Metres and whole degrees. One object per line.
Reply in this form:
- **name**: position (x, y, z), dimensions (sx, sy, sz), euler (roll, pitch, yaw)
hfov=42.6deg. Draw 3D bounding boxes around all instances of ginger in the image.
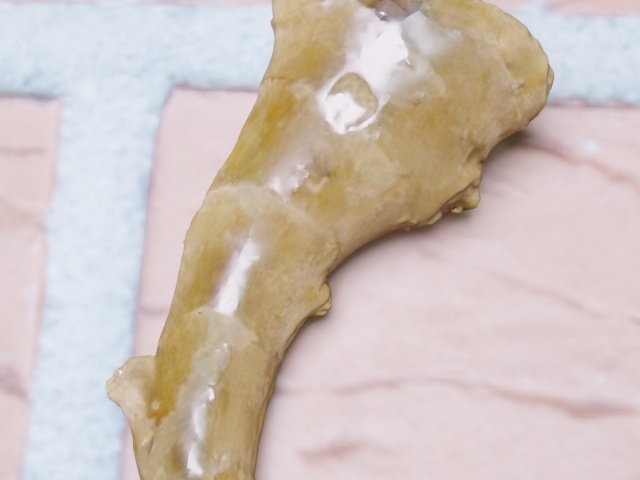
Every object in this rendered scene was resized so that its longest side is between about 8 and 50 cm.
- **ginger**: position (0.000, 0.000, 0.369), dimensions (0.131, 0.086, 0.294), euler (24, 87, -2)
